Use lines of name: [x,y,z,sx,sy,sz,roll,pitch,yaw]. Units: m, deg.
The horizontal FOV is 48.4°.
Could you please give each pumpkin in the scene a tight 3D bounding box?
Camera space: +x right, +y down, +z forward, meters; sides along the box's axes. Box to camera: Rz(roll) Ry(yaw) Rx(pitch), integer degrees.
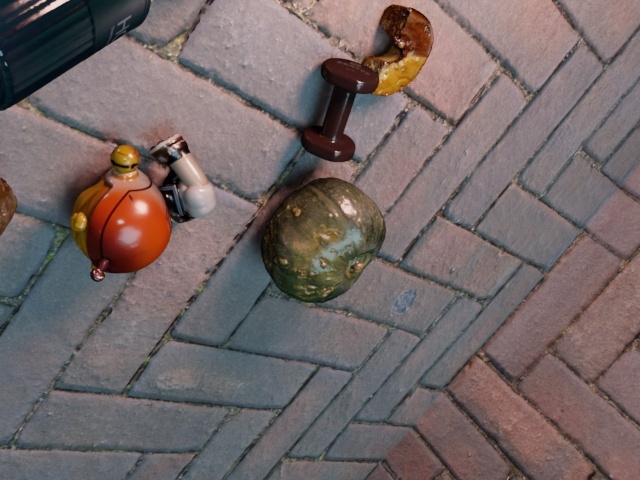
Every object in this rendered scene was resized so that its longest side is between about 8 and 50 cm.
pumpkin: [0.000,0.000,1.839,0.328,0.257,0.291,-44,154,-8]

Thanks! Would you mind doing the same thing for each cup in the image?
cup: [-0.466,-0.363,1.082,0.292,0.308,0.242,-52,134,-36]

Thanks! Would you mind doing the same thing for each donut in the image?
donut: [0.182,-0.454,1.704,0.141,0.085,0.217,3,125,-42]

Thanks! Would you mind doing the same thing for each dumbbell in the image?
dumbbell: [0.044,-0.307,1.683,0.124,0.140,0.225,-61,172,-58]

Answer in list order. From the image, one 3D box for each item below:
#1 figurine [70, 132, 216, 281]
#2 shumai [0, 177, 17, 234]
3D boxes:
figurine: [-0.386,-0.054,1.515,0.323,0.196,0.320,-37,148,-22]
shumai: [-0.708,-0.083,1.205,0.346,0.217,0.283,-17,136,-24]
